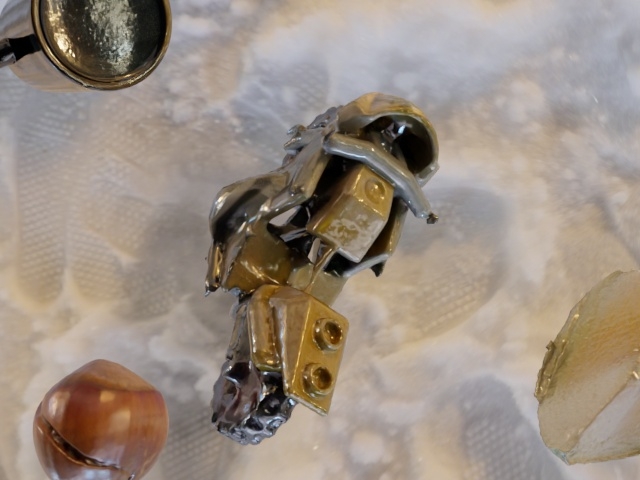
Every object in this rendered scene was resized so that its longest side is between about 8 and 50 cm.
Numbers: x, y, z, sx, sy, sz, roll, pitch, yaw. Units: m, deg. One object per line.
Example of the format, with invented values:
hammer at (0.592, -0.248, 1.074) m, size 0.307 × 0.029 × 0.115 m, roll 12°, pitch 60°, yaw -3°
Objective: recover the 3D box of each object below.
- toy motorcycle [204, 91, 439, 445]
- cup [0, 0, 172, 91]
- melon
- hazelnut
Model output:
toy motorcycle at (0.001, 0.000, 0.631) m, size 0.094 × 0.229 × 0.130 m, roll 37°, pitch 139°, yaw -28°
cup at (-0.317, -0.252, 1.315) m, size 0.177 × 0.239 × 0.166 m, roll 4°, pitch 94°, yaw 58°
melon at (0.251, 0.113, 0.884) m, size 0.139 × 0.202 × 0.093 m, roll 42°, pitch 143°, yaw -11°
hazelnut at (-0.296, 0.248, 1.489) m, size 0.182 × 0.182 × 0.182 m, roll 1°, pitch 93°, yaw 16°
